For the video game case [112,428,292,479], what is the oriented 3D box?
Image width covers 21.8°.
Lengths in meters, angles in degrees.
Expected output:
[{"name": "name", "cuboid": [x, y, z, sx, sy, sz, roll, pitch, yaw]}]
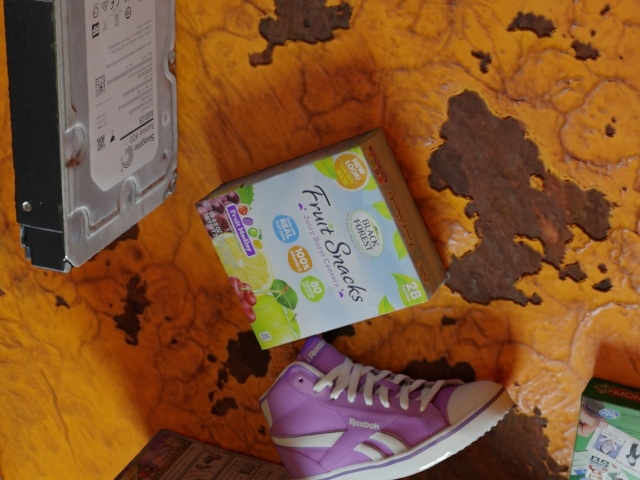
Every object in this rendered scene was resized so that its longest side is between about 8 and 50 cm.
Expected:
[{"name": "video game case", "cuboid": [-0.126, 0.323, 1.777, 0.244, 0.269, 0.061, 16, 120, 19]}]

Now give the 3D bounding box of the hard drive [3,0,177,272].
[{"name": "hard drive", "cuboid": [-0.217, -0.166, 1.622, 0.064, 0.237, 0.339, 12, 116, 20]}]

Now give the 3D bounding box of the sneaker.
[{"name": "sneaker", "cuboid": [0.053, 0.163, 1.727, 0.282, 0.102, 0.161, -22, 99, 31]}]

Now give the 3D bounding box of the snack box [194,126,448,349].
[{"name": "snack box", "cuboid": [0.000, 0.000, 1.694, 0.207, 0.070, 0.174, -19, 102, 28]}]

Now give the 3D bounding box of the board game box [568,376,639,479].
[{"name": "board game box", "cuboid": [0.401, 0.274, 1.645, 0.317, 0.046, 0.214, 14, 118, 18]}]
